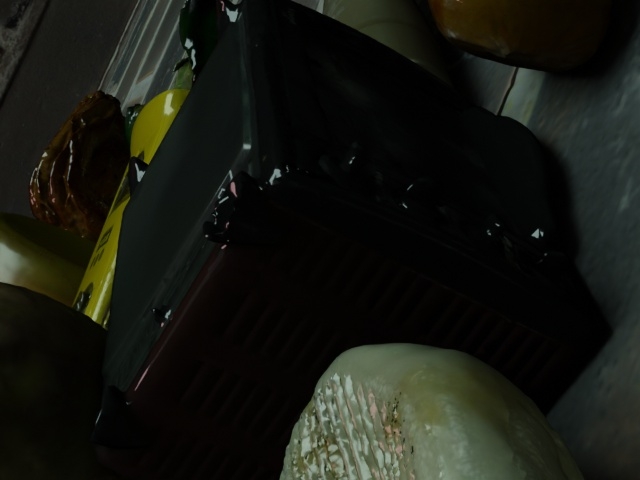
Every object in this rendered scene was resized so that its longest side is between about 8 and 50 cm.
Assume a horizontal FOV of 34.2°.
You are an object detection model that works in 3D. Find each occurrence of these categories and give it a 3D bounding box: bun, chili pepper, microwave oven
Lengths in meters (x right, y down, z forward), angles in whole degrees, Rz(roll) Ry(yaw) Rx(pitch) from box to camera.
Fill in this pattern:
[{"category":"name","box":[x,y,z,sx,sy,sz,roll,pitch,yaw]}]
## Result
[{"category":"bun","box":[0.049,0.123,0.365,0.183,0.102,0.184,-174,90,-68]},{"category":"chili pepper","box":[-0.162,-0.184,1.301,0.264,0.116,0.148,-43,40,48]},{"category":"microwave oven","box":[0.001,0.002,0.527,0.188,0.178,0.247,-58,21,25]}]

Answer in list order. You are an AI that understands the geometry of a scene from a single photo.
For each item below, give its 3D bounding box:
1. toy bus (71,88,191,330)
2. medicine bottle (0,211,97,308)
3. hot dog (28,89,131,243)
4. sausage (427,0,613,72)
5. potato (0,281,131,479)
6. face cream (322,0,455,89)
[{"category":"toy bus","box":[-0.099,-0.004,0.828,0.144,0.152,0.330,-31,39,60]},{"category":"medicine bottle","box":[-0.315,0.184,1.048,0.385,0.224,0.224,-63,19,2]},{"category":"hot dog","box":[-0.294,-0.104,1.418,0.114,0.175,0.259,-21,32,24]},{"category":"sausage","box":[0.097,-0.173,0.610,0.109,0.108,0.271,-56,21,22]},{"category":"potato","box":[-0.189,0.168,0.528,0.237,0.300,0.289,7,111,65]},{"category":"face cream","box":[0.034,-0.169,0.777,0.341,0.084,0.137,-97,-3,-56]}]
